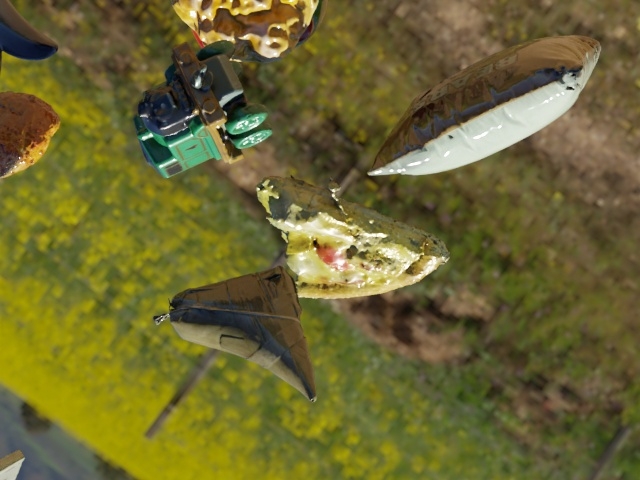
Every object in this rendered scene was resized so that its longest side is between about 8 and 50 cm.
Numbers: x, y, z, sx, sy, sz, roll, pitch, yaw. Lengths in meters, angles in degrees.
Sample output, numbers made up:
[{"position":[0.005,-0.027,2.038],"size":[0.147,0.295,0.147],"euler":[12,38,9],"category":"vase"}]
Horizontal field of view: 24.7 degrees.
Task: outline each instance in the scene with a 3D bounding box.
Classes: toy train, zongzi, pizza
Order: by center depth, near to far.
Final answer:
[{"position":[-0.128,-0.128,1.495],"size":[0.091,0.136,0.227],"euler":[64,180,9],"category":"toy train"},{"position":[-0.107,0.134,1.789],"size":[0.081,0.189,0.178],"euler":[71,-175,-68],"category":"zongzi"},{"position":[0.000,0.000,2.139],"size":[0.288,0.075,0.280],"euler":[35,142,-31],"category":"pizza"}]

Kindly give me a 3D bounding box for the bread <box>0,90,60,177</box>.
[{"position":[-0.466,-0.130,1.858],"size":[0.139,0.269,0.095],"euler":[-99,7,-51],"category":"bread"}]

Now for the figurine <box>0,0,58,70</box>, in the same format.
[{"position":[-0.375,-0.238,1.379],"size":[0.197,0.175,0.265],"euler":[-4,119,54],"category":"figurine"}]

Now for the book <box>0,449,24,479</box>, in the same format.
[{"position":[-0.563,0.415,2.352],"size":[0.022,0.162,0.232],"euler":[55,150,12],"category":"book"}]

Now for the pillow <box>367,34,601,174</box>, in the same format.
[{"position":[0.231,-0.184,1.975],"size":[0.119,0.310,0.312],"euler":[64,-159,-7],"category":"pillow"}]

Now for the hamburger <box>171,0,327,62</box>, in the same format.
[{"position":[-0.103,-0.358,2.067],"size":[0.237,0.237,0.149],"euler":[37,-157,-1],"category":"hamburger"}]
